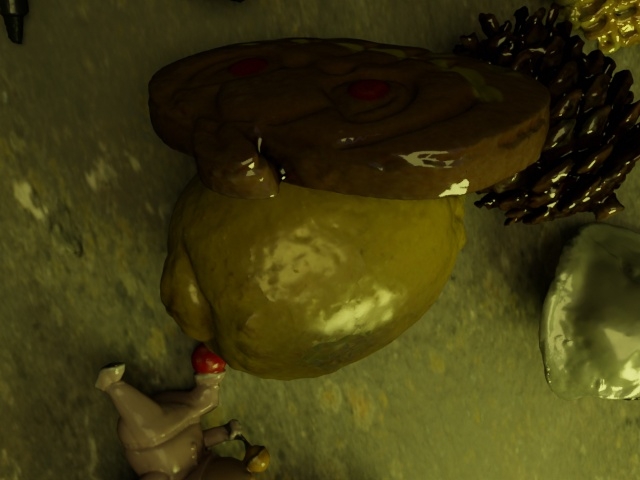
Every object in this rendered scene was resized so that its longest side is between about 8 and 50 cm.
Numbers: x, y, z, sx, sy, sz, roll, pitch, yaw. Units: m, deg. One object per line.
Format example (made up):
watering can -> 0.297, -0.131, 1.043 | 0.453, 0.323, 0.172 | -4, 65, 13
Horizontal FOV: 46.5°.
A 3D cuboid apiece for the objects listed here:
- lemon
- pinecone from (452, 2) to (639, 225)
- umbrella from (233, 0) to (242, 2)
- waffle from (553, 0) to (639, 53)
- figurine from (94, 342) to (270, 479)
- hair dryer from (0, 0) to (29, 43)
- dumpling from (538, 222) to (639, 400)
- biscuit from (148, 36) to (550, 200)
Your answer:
lemon -> -0.007, 0.002, 0.798 | 0.285, 0.285, 0.316 | 47, 58, -17
pinecone -> 0.250, -0.134, 0.860 | 0.224, 0.224, 0.272 | -42, 87, -3
umbrella -> -0.185, -0.385, 0.769 | 0.340, 0.118, 0.118 | 40, 90, -8
waffle -> 0.400, -0.331, 0.873 | 0.249, 0.056, 0.253 | 3, 137, -11
figurine -> -0.159, 0.269, 0.865 | 0.186, 0.176, 0.287 | -7, 88, 13
hair dryer -> -0.333, -0.322, 0.744 | 0.071, 0.114, 0.248 | 12, 113, 17
dumpling -> 0.385, 0.085, 0.979 | 0.175, 0.243, 0.227 | -25, 88, 32
biscuit -> 0.010, -0.133, 0.701 | 0.394, 0.350, 0.070 | 13, 121, 26
